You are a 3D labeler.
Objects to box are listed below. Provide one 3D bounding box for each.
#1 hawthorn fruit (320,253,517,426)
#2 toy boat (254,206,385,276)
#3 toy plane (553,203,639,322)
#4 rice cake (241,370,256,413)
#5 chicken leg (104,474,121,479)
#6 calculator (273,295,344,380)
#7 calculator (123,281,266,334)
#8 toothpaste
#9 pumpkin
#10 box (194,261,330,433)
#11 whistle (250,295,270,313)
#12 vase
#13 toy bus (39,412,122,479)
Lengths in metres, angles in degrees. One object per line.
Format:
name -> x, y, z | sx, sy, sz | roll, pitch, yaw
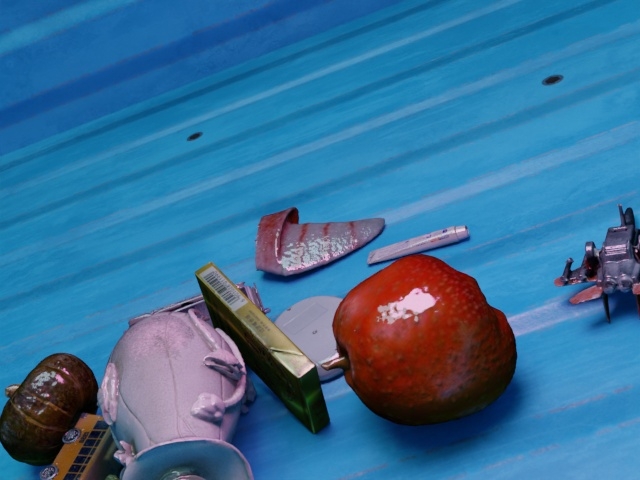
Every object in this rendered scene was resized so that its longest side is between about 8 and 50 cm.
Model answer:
hawthorn fruit -> 0.146, 0.161, 1.478 | 0.299, 0.275, 0.275 | -17, 29, -5
toy boat -> 0.000, 0.000, 2.042 | 0.282, 0.096, 0.206 | -4, 40, 9
toy plane -> 0.519, 0.012, 1.610 | 0.223, 0.104, 0.326 | -8, 33, 26
rice cake -> -0.271, 0.282, 1.770 | 0.336, 0.066, 0.063 | -5, 33, 32
chicken leg -> -0.316, 0.427, 1.553 | 0.227, 0.088, 0.103 | -33, 14, -33
calculator -> 0.012, 0.180, 1.757 | 0.184, 0.042, 0.295 | -35, 31, -19
calculator -> -0.237, 0.175, 1.789 | 0.274, 0.028, 0.166 | -19, 47, -5
toothpaste -> 0.197, 0.008, 1.920 | 0.218, 0.033, 0.052 | -16, 26, 19
pumpkin -> -0.516, 0.313, 1.756 | 0.162, 0.219, 0.219 | 28, 46, 5
box -> -0.103, 0.182, 1.615 | 0.043, 0.173, 0.311 | -34, 51, -20
whistle -> -0.219, 0.164, 1.899 | 0.269, 0.093, 0.180 | -10, 8, 22
vase -> -0.222, 0.279, 1.462 | 0.250, 0.250, 0.445 | -25, 23, -2
toy bus -> -0.411, 0.397, 1.656 | 0.103, 0.091, 0.182 | -2, 37, 22
